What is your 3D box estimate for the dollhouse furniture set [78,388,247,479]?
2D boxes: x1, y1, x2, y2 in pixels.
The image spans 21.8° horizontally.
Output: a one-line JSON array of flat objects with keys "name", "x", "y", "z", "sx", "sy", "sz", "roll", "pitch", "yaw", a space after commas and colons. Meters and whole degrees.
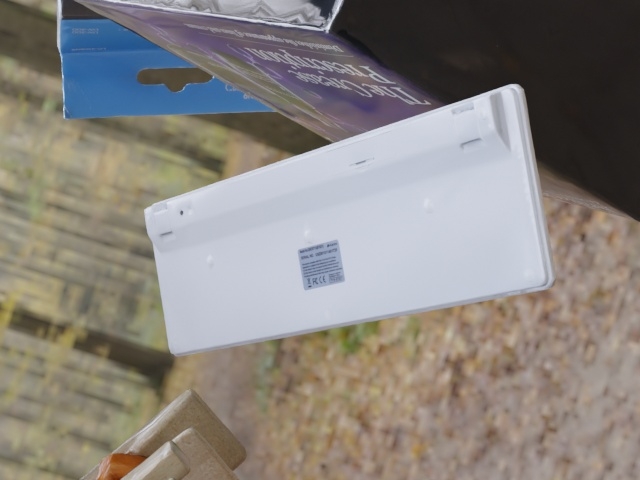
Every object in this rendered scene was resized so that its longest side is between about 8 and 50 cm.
[{"name": "dollhouse furniture set", "x": -0.031, "y": 0.211, "z": 0.626, "sx": 0.135, "sy": 0.259, "sz": 0.262, "roll": -39, "pitch": 11, "yaw": 3}]

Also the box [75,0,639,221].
[{"name": "box", "x": 0.026, "y": -0.106, "z": 0.768, "sx": 0.261, "sy": 0.184, "sz": 0.103, "roll": 20, "pitch": 86, "yaw": 59}]

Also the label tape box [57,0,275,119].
[{"name": "label tape box", "x": -0.144, "y": -0.292, "z": 1.693, "sx": 0.115, "sy": 0.249, "sz": 0.348, "roll": -130, "pitch": 39, "yaw": -74}]

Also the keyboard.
[{"name": "keyboard", "x": 0.000, "y": 0.000, "z": 0.670, "sx": 0.256, "sy": 0.014, "sz": 0.072, "roll": -14, "pitch": 89, "yaw": 54}]
